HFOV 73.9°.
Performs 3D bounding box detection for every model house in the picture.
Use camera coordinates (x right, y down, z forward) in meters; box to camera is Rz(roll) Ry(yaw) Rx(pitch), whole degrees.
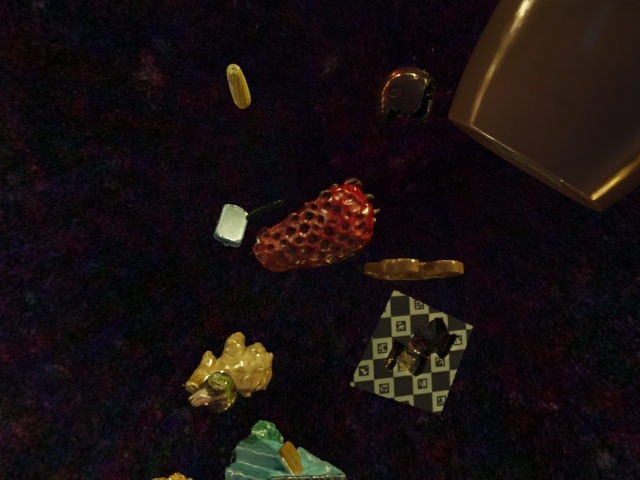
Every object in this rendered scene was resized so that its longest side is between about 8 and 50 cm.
[{"bbox_3d":[-0.045,0.513,0.812,0.241,0.226,0.261,3,86,16],"label":"model house"}]

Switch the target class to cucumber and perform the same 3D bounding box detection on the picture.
[{"bbox_3d":[-0.217,-0.118,1.630,0.184,0.033,0.036,-21,122,26],"label":"cucumber"}]

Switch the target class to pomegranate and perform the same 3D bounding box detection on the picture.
[{"bbox_3d":[-0.357,0.527,1.452,0.125,0.163,0.138,11,107,25],"label":"pomegranate"}]

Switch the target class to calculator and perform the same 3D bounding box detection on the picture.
[{"bbox_3d":[-0.369,-0.062,1.764,0.121,0.210,0.039,22,141,-20],"label":"calculator"}]

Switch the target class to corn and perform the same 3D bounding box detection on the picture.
[{"bbox_3d":[-0.307,-0.572,1.593,0.067,0.206,0.067,-1,69,3],"label":"corn"}]

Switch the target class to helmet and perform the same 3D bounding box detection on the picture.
[{"bbox_3d":[0.293,-0.497,1.471,0.216,0.189,0.193,-32,81,24],"label":"helmet"}]

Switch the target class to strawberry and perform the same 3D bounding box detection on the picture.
[{"bbox_3d":[0.013,-0.011,0.976,0.150,0.280,0.253,56,132,14],"label":"strawberry"}]

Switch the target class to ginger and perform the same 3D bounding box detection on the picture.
[{"bbox_3d":[-0.334,0.480,1.634,0.166,0.375,0.236,10,81,32],"label":"ginger"}]

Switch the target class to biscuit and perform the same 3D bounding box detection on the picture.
[{"bbox_3d":[0.197,0.071,0.983,0.186,0.295,0.044,5,83,-5],"label":"biscuit"}]

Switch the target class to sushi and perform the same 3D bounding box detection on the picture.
[{"bbox_3d":[0.263,0.325,1.233,0.294,0.059,0.292,25,85,-12],"label":"sushi"}]

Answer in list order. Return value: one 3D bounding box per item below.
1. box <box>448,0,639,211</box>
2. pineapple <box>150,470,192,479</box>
[{"bbox_3d":[0.326,-0.191,0.555,0.301,0.301,0.216,34,109,1],"label":"box"},{"bbox_3d":[-0.141,0.249,0.411,0.083,0.019,0.045,25,89,-14],"label":"pineapple"}]
